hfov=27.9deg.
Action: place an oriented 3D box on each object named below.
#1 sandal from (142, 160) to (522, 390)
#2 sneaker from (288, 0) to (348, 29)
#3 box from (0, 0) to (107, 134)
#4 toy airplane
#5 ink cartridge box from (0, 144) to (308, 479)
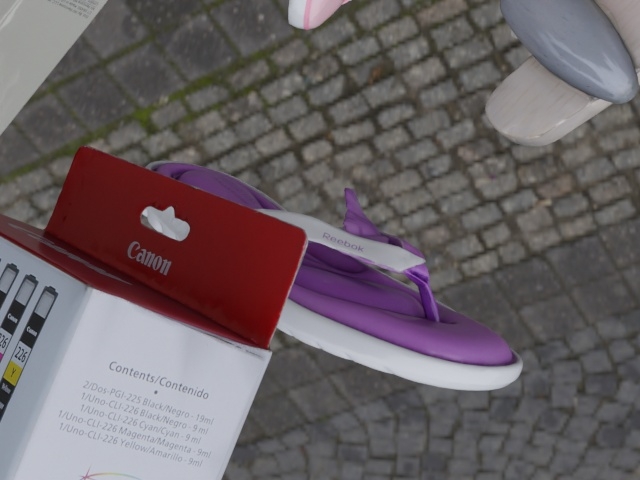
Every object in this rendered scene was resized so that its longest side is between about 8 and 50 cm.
[{"bbox_3d":[-0.010,0.001,1.075,0.416,0.169,0.102,28,111,35],"label":"sandal"},{"bbox_3d":[0.039,-0.164,0.702,0.070,0.134,0.051,29,170,9],"label":"sneaker"},{"bbox_3d":[-0.295,-0.151,1.042,0.113,0.094,0.275,44,102,20],"label":"box"},{"bbox_3d":[0.320,-0.256,0.991,0.384,0.386,0.272,1,152,45],"label":"toy airplane"},{"bbox_3d":[-0.181,0.068,0.784,0.130,0.272,0.309,24,178,-39],"label":"ink cartridge box"}]
